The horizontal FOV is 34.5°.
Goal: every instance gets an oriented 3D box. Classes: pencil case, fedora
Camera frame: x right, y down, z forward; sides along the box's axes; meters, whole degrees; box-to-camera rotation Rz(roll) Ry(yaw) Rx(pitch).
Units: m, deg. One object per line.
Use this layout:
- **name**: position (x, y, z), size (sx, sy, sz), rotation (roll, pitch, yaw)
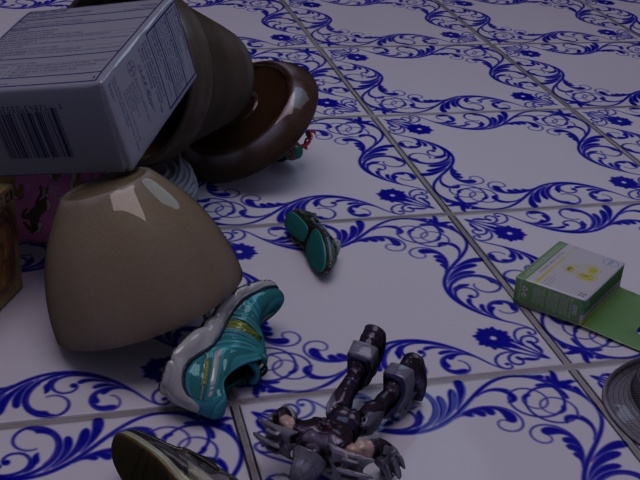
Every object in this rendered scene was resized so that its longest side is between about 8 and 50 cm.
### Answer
- **pencil case**: position (-0.495, -0.081, 1.669), size (0.386, 0.167, 0.160), rotation (2, -11, 17)
- **fedora**: position (0.536, 0.184, 1.407), size (0.276, 0.124, 0.243), rotation (-3, 28, -12)

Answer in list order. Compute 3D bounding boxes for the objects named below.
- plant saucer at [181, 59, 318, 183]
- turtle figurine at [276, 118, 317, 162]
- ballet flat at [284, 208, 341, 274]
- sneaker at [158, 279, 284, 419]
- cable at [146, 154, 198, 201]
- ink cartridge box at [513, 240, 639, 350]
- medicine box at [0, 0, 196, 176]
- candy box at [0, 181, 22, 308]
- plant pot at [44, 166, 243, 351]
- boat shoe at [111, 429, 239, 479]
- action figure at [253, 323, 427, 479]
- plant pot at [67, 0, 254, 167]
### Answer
- **plant saucer**: position (-0.152, -0.247, 2.018), size (0.311, 0.050, 0.310), rotation (-17, 47, 19)
- **turtle figurine**: position (-0.111, -0.209, 2.069), size (0.234, 0.118, 0.175), rotation (23, 69, 37)
- **ballet flat**: position (0.000, 0.000, 1.750), size (0.070, 0.070, 0.188), rotation (-7, 33, -20)
- **sneaker**: position (-0.119, 0.154, 1.436), size (0.110, 0.107, 0.275), rotation (31, 39, 8)
- **cable**: position (-0.348, -0.090, 1.842), size (0.257, 0.089, 0.257), rotation (-8, 31, -20)
- **ink cartridge box**: position (0.452, 0.087, 1.655), size (0.235, 0.056, 0.171), rotation (20, 31, 31)
- **medicine box**: position (-0.367, -0.235, 1.556), size (0.264, 0.149, 0.289), rotation (-1, 36, 18)
- **candy box**: position (-0.533, 0.057, 1.441), size (0.088, 0.182, 0.316), rotation (8, 28, 10)
- **plant pot**: position (-0.274, 0.006, 1.466), size (0.284, 0.191, 0.284), rotation (-16, 19, 6)
- **boat shoe**: position (-0.145, 0.284, 1.189), size (0.224, 0.080, 0.073), rotation (28, 30, 28)
- **action figure**: position (0.037, 0.228, 1.300), size (0.185, 0.099, 0.285), rotation (24, 37, 20)
- **plant pot**: position (-0.276, -0.299, 1.865), size (0.323, 0.323, 0.280), rotation (19, 17, 26)
